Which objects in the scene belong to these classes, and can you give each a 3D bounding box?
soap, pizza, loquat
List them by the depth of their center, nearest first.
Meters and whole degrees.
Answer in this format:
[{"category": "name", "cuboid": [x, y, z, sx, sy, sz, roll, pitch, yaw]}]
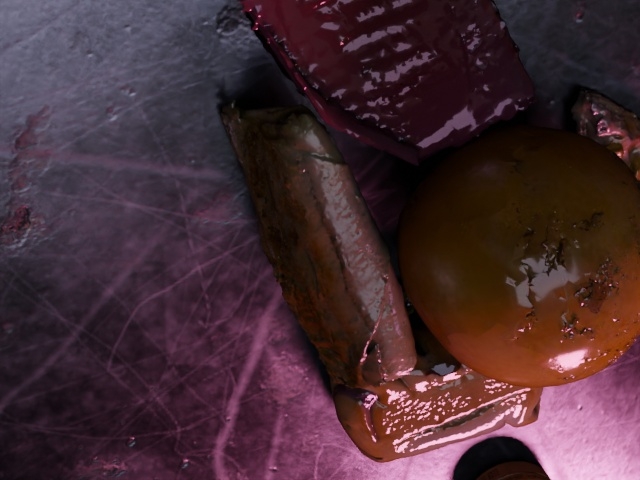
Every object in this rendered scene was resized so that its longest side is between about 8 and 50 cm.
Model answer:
[{"category": "soap", "cuboid": [0.034, -0.195, 1.224, 0.182, 0.112, 0.289, -34, 120, 0]}, {"category": "loquat", "cuboid": [0.180, 0.013, 1.293, 0.235, 0.235, 0.235, -7, 119, -13]}, {"category": "pizza", "cuboid": [0.285, -0.061, 1.401, 0.185, 0.052, 0.195, -34, 121, 0]}]

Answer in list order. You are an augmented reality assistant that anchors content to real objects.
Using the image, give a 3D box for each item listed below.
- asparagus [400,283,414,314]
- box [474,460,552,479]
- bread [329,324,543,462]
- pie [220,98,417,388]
[{"category": "asparagus", "cuboid": [0.072, 0.057, 1.413, 0.165, 0.030, 0.036, -29, 145, -2]}, {"category": "box", "cuboid": [0.199, 0.280, 1.563, 0.105, 0.037, 0.106, -7, 118, -12]}, {"category": "bread", "cuboid": [0.121, 0.132, 1.437, 0.225, 0.081, 0.134, -15, 125, -10]}, {"category": "pie", "cuboid": [0.000, 0.000, 1.301, 0.068, 0.128, 0.282, -40, 118, -33]}]
